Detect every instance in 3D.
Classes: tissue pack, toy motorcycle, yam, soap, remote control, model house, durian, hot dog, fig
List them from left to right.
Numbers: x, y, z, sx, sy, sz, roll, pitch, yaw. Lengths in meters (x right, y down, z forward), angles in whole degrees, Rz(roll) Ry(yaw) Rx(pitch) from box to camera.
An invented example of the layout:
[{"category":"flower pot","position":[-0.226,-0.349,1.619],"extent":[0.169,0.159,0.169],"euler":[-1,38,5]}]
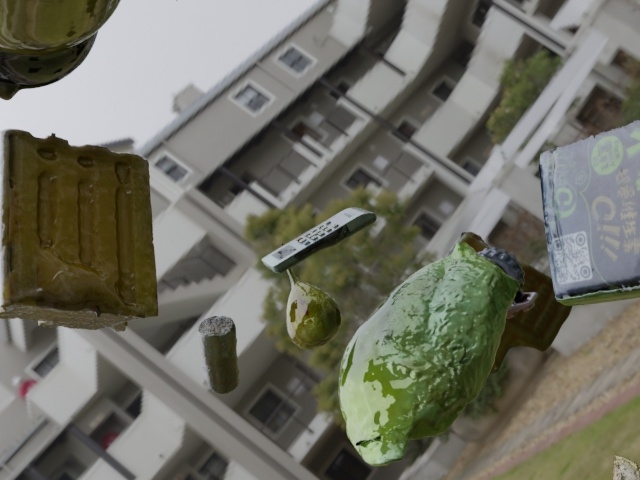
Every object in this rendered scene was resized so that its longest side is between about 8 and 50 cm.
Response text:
[{"category":"soap","position":[-0.389,-0.010,1.400],"extent":[0.143,0.281,0.259],"euler":[-19,-22,42]},{"category":"yam","position":[-0.145,0.164,1.306],"extent":[0.054,0.054,0.132],"euler":[-45,-33,-39]},{"category":"fig","position":[-0.013,0.087,1.420],"extent":[0.093,0.093,0.166],"euler":[96,171,-69]},{"category":"remote control","position":[0.000,0.000,1.278],"extent":[0.166,0.029,0.065],"euler":[-30,19,-13]},{"category":"durian","position":[0.087,0.099,0.797],"extent":[0.250,0.101,0.139],"euler":[-46,6,-32]},{"category":"toy motorcycle","position":[0.172,0.089,1.085],"extent":[0.212,0.118,0.084],"euler":[-33,2,44]},{"category":"model house","position":[0.304,0.122,1.601],"extent":[0.268,0.239,0.173],"euler":[-56,-17,-14]},{"category":"hot dog","position":[0.423,0.353,1.211],"extent":[0.169,0.061,0.078],"euler":[-62,-29,-55]},{"category":"tissue pack","position":[0.326,-0.032,0.899],"extent":[0.073,0.173,0.235],"euler":[2,-11,-32]}]

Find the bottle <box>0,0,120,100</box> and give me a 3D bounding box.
[{"category":"bottle","position":[-0.234,-0.240,0.719],"extent":[0.171,0.171,0.351],"euler":[-48,6,-27]}]
